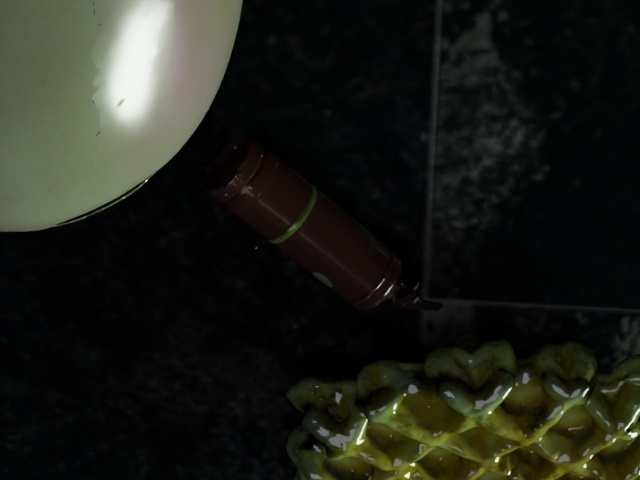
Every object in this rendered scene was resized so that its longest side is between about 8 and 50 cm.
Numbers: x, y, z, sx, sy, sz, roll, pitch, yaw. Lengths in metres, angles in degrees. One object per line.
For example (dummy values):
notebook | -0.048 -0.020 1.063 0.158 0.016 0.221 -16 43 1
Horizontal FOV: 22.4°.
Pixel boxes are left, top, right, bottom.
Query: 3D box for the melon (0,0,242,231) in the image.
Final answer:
melon | -0.142 -0.149 0.598 0.223 0.223 0.317 -5 128 11

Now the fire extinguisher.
fire extinguisher | 0.000 0.000 0.819 0.132 0.039 0.056 38 156 -23

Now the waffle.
waffle | 0.087 0.135 0.908 0.223 0.054 0.204 -6 127 9
